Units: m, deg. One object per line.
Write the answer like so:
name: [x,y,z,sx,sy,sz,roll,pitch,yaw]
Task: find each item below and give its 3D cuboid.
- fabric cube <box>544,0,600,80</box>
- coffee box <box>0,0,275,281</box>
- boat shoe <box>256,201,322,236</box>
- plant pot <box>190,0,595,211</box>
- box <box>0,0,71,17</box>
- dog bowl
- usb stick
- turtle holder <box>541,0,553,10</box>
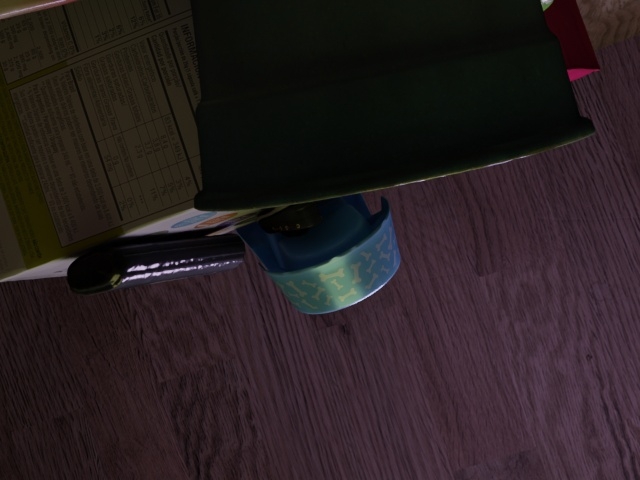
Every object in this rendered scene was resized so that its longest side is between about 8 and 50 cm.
fabric cube: [0.225,-0.321,1.834,0.258,0.254,0.259,-20,176,31]
coffee box: [-0.197,-0.167,1.374,0.334,0.338,0.338,-20,177,15]
boat shoe: [-0.037,-0.022,1.395,0.049,0.042,0.133,-22,179,-24]
plant pot: [0.030,-0.222,1.010,0.341,0.334,0.341,-10,-172,1]
box: [-0.291,-0.244,1.015,0.232,0.126,0.149,-23,-164,-35]
dog bowl: [0.000,0.000,1.476,0.166,0.074,0.297,-28,-159,-6]
usb stick: [-0.171,0.024,1.327,0.077,0.045,0.278,-21,175,24]
turtle holder: [0.080,-0.261,1.250,0.243,0.227,0.320,-50,-137,-9]
